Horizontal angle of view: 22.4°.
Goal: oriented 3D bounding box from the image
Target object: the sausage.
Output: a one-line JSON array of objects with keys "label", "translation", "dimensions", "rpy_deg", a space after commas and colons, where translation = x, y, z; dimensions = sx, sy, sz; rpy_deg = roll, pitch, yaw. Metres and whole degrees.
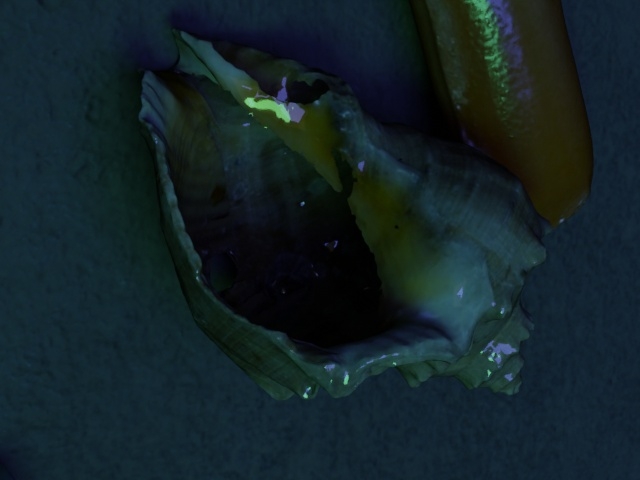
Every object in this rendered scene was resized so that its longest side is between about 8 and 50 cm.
[{"label": "sausage", "translation": [0.128, -0.129, 1.147], "dimensions": [0.105, 0.105, 0.274], "rpy_deg": [-26, 117, -16]}]

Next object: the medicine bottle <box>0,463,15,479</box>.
[{"label": "medicine bottle", "translation": [-0.276, 0.239, 1.073], "dimensions": [0.188, 0.094, 0.119], "rpy_deg": [-20, 113, -20]}]

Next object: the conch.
[{"label": "conch", "translation": [-0.003, 0.009, 1.069], "dimensions": [0.324, 0.263, 0.186], "rpy_deg": [31, 123, 6]}]
